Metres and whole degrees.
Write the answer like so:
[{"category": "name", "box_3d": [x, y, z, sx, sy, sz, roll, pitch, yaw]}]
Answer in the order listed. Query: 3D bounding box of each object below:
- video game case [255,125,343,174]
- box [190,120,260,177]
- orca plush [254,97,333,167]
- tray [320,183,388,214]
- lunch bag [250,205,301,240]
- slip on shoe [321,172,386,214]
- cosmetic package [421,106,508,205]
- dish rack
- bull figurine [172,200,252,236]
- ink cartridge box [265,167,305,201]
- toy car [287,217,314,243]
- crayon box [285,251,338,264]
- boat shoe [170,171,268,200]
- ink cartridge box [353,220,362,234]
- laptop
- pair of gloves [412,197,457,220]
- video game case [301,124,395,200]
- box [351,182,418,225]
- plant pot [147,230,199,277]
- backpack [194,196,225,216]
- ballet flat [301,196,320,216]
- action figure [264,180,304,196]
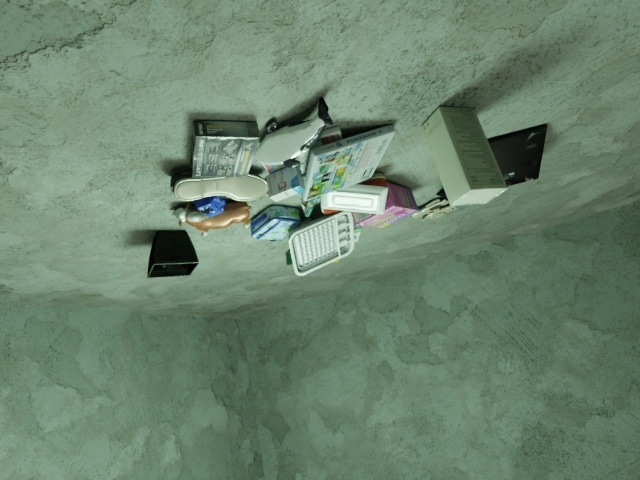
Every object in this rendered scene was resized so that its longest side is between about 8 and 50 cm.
[{"category": "video game case", "box_3d": [-0.056, -0.291, 1.398, 0.284, 0.025, 0.204, -15, 162, 7]}, {"category": "box", "box_3d": [-0.297, -0.273, 1.241, 0.182, 0.056, 0.231, -6, 161, -22]}, {"category": "orca plush", "box_3d": [-0.077, -0.328, 1.235, 0.151, 0.102, 0.287, 41, 127, -11]}, {"category": "tray", "box_3d": [0.134, -0.166, 1.668, 0.270, 0.030, 0.145, 6, 137, 5]}, {"category": "lunch bag", "box_3d": [-0.210, -0.075, 1.842, 0.176, 0.090, 0.219, 8, 152, -41]}, {"category": "slip on shoe", "box_3d": [0.139, -0.178, 1.746, 0.331, 0.102, 0.123, -23, 161, 31]}, {"category": "cosmetic package", "box_3d": [0.466, -0.277, 1.332, 0.160, 0.310, 0.113, -4, 160, -23]}, {"category": "dish rack", "box_3d": [0.000, 0.000, 1.922, 0.332, 0.072, 0.286, -24, 136, -17]}, {"category": "bull figurine", "box_3d": [-0.426, -0.090, 1.634, 0.309, 0.101, 0.188, -7, 167, -5]}, {"category": "ink cartridge box", "box_3d": [-0.125, -0.201, 1.434, 0.122, 0.089, 0.052, -19, 161, 20]}, {"category": "toy car", "box_3d": [-0.078, -0.023, 2.001, 0.181, 0.137, 0.159, -16, 161, 10]}, {"category": "crayon box", "box_3d": [-0.040, 0.092, 2.319, 0.202, 0.083, 0.322, -2, 175, -29]}, {"category": "boat shoe", "box_3d": [-0.346, -0.201, 1.404, 0.334, 0.095, 0.112, -6, 125, -31]}, {"category": "ink cartridge box", "box_3d": [0.124, -0.051, 2.126, 0.154, 0.093, 0.212, -11, 164, -5]}, {"category": "laptop", "box_3d": [0.729, -0.336, 1.804, 0.381, 0.237, 0.408, -14, 133, 4]}, {"category": "pair of gloves", "box_3d": [0.613, -0.167, 2.191, 0.204, 0.042, 0.240, -28, 159, 29]}, {"category": "video game case", "box_3d": [0.087, -0.268, 1.454, 0.299, 0.036, 0.329, -21, 165, -16]}, {"category": "box", "box_3d": [0.288, -0.153, 1.854, 0.213, 0.118, 0.242, -26, 164, 35]}, {"category": "plant pot", "box_3d": [-0.662, 0.056, 1.798, 0.187, 0.167, 0.187, -2, 159, -32]}, {"category": "backpack", "box_3d": [-0.402, -0.142, 1.495, 0.101, 0.098, 0.120, -18, 161, 3]}, {"category": "ballet flat", "box_3d": [-0.049, -0.165, 1.735, 0.070, 0.070, 0.188, -5, 157, -21]}, {"category": "action figure", "box_3d": [-0.183, -0.190, 1.554, 0.232, 0.064, 0.137, -12, 176, 12]}]
